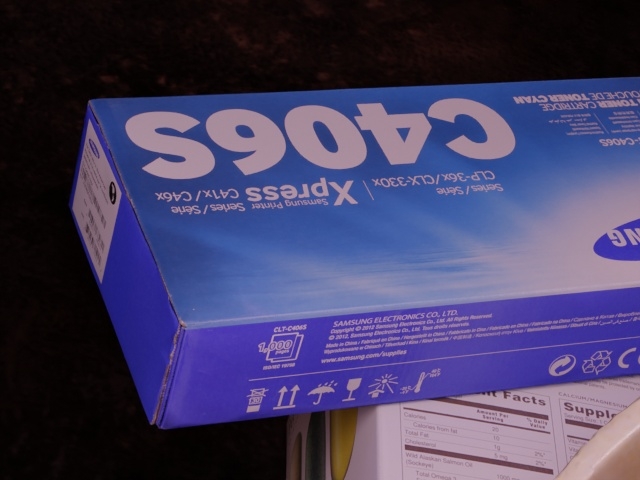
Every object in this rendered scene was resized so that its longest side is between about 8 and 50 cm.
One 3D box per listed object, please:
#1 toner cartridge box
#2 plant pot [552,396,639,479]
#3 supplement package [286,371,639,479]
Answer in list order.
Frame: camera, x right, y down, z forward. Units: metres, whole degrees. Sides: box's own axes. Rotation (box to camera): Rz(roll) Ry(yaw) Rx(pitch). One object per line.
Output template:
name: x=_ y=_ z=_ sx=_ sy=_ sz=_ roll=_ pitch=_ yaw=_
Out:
toner cartridge box: x=0.061 y=-0.003 z=0.942 sx=0.348 sy=0.075 sz=0.165 roll=-5 pitch=45 yaw=-24
plant pot: x=0.252 y=0.237 z=0.651 sx=0.334 sy=0.305 sz=0.333 roll=-17 pitch=44 yaw=17
supplement package: x=0.095 y=0.151 z=0.995 sx=0.198 sy=0.199 sz=0.262 roll=12 pitch=40 yaw=-10
